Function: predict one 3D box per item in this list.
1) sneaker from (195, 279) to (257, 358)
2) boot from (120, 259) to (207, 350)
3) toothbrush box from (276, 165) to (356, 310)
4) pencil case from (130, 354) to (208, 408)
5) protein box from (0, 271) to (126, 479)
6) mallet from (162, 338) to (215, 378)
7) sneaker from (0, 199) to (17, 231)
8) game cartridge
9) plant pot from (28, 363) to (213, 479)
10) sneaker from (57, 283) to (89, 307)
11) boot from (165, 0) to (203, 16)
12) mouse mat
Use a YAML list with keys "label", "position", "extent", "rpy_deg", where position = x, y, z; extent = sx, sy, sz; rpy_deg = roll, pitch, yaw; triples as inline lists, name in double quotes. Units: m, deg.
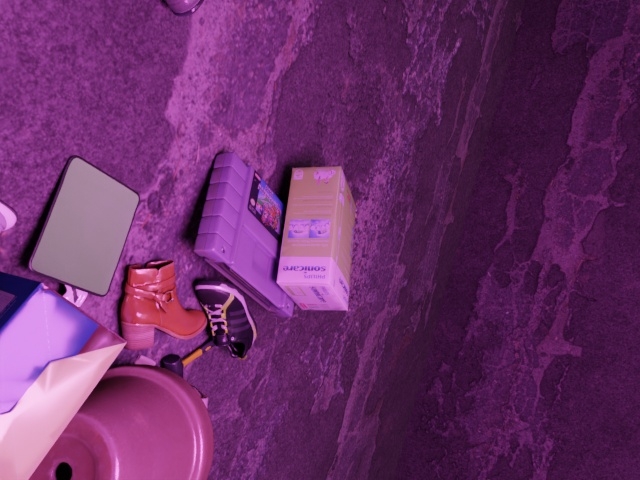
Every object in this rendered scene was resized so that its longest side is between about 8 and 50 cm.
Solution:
- label: "sneaker"
  position: [-0.195, 0.175, 1.122]
  extent: [0.234, 0.084, 0.097]
  rpy_deg: [63, 31, -44]
- label: "boot"
  position: [-0.281, 0.110, 0.994]
  extent: [0.197, 0.073, 0.152]
  rpy_deg: [-11, 108, -60]
- label: "toothbrush box"
  position: [0.000, 0.000, 1.235]
  extent: [0.206, 0.122, 0.283]
  rpy_deg: [59, 33, -63]
- label: "pencil case"
  position: [-0.335, 0.424, 0.941]
  extent: [0.160, 0.184, 0.410]
  rpy_deg: [40, 66, -63]
- label: "protein box"
  position: [-0.395, 0.159, 0.663]
  extent: [0.136, 0.201, 0.199]
  rpy_deg: [50, 58, -35]
- label: "mallet"
  position: [-0.260, 0.247, 1.129]
  extent: [0.190, 0.039, 0.062]
  rpy_deg: [-22, 120, -59]
- label: "sneaker"
  position: [-0.468, -0.036, 0.601]
  extent: [0.132, 0.086, 0.228]
  rpy_deg: [-61, 148, -19]
- label: "game cartridge"
  position: [-0.132, -0.001, 1.141]
  extent: [0.355, 0.068, 0.230]
  rpy_deg: [51, 44, -55]
- label: "plant pot"
  position: [-0.310, 0.309, 0.764]
  extent: [0.229, 0.263, 0.262]
  rpy_deg: [70, 41, -75]
- label: "sneaker"
  position: [-0.405, 0.111, 0.823]
  extent: [0.044, 0.040, 0.109]
  rpy_deg: [41, 61, -46]
- label: "boot"
  position: [-0.222, -0.533, 0.783]
  extent: [0.223, 0.118, 0.338]
  rpy_deg: [7, 108, -63]
- label: "mouse mat"
  position: [-0.361, -0.019, 0.833]
  extent: [0.152, 0.007, 0.189]
  rpy_deg: [42, 55, -57]
